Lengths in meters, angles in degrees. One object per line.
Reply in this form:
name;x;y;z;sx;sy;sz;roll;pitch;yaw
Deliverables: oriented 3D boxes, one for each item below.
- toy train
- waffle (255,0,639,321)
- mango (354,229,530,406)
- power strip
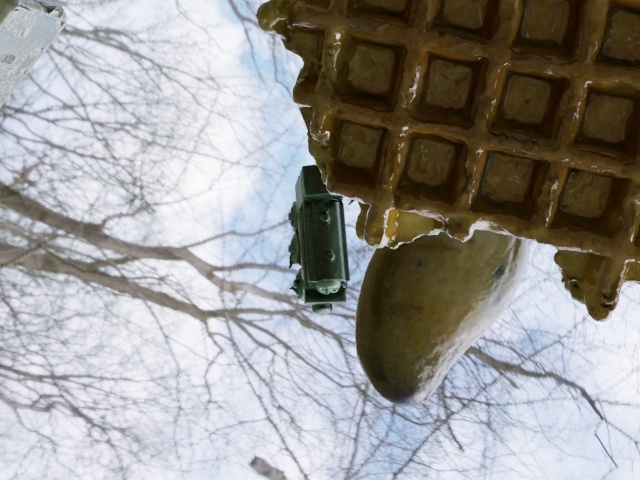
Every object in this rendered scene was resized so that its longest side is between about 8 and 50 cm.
toy train;0.000;0.000;1.015;0.071;0.111;0.171;-1;-111;-10
waffle;0.123;-0.090;0.456;0.300;0.058;0.282;35;-71;0
mango;0.151;0.053;1.112;0.176;0.175;0.329;32;-102;37
power strip;-0.371;-0.214;0.972;0.192;0.081;0.035;-40;-114;27
